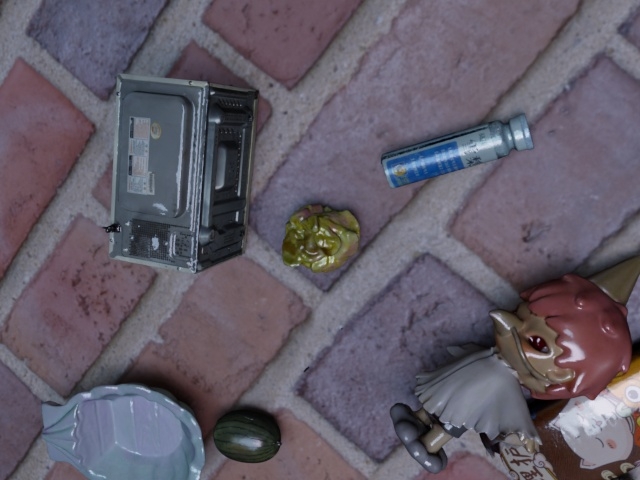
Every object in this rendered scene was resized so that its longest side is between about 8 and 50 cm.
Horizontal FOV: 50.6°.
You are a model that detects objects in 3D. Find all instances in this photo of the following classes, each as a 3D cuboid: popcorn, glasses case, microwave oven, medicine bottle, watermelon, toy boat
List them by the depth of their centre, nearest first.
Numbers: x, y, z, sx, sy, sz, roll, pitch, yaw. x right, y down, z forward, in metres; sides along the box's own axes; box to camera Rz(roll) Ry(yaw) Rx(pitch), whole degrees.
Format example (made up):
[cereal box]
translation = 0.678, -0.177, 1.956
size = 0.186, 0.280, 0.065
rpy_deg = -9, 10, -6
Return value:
[glasses case]
translation = 0.379, 0.224, 0.867
size = 0.321, 0.082, 0.122
rpy_deg = -36, 91, 20
[medicine bottle]
translation = 0.175, -0.115, 0.877
size = 0.191, 0.051, 0.051
rpy_deg = -14, 97, 19
[microwave oven]
translation = -0.180, -0.093, 0.914
size = 0.145, 0.194, 0.240
rpy_deg = 9, 101, 13
[popcorn]
translation = 0.002, -0.001, 0.936
size = 0.109, 0.089, 0.096
rpy_deg = -4, 111, 14
[watermelon]
translation = -0.109, 0.298, 1.030
size = 0.111, 0.078, 0.078
rpy_deg = 7, 103, 14
[toy boat]
translation = -0.300, 0.304, 1.074
size = 0.291, 0.100, 0.199
rpy_deg = 2, 101, 15

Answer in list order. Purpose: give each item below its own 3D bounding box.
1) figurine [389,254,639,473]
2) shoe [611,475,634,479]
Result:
[figurine]
translation = 0.261, 0.137, 0.833
size = 0.387, 0.207, 0.166
rpy_deg = -40, 107, 10
[shoe]
translation = 0.366, 0.391, 0.909
size = 0.092, 0.089, 0.180
rpy_deg = 16, 103, 25
